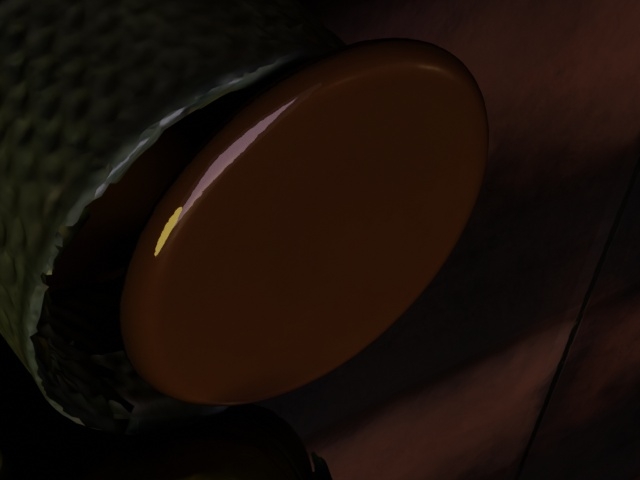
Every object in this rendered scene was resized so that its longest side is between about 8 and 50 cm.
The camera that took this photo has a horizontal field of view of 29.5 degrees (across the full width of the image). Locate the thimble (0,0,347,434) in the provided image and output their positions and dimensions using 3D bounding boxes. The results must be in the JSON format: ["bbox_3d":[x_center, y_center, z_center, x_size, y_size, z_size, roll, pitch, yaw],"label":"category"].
[{"bbox_3d":[-0.089,-0.028,0.706,0.270,0.150,0.271,-28,143,-24],"label":"thimble"}]

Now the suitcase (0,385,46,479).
[{"bbox_3d":[-0.295,0.151,0.686,0.194,0.143,0.235,-49,145,7],"label":"suitcase"}]

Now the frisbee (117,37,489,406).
[{"bbox_3d":[0.000,0.000,0.678,0.250,0.021,0.251,-27,142,-23],"label":"frisbee"}]

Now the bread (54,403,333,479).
[{"bbox_3d":[-0.094,0.223,0.809,0.251,0.208,0.376,-27,-179,0],"label":"bread"}]
